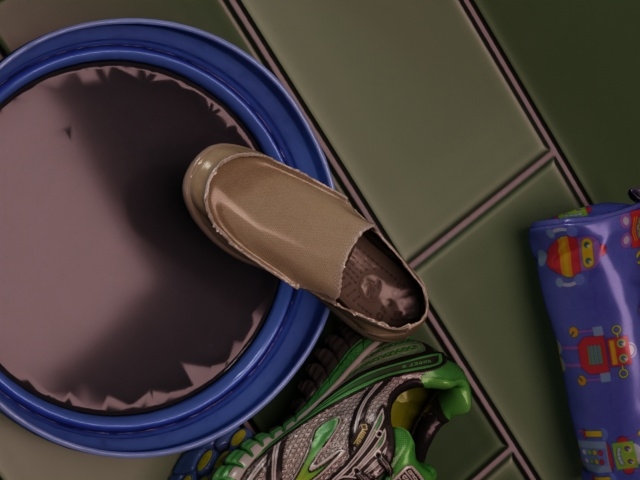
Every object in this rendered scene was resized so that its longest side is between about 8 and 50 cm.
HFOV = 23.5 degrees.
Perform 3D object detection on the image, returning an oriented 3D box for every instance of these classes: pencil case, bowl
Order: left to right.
[{"bbox_3d":[-0.172,-0.003,1.390,0.391,0.077,0.391,0,89,-25],"label":"bowl"},{"bbox_3d":[0.300,0.106,1.583,0.119,0.133,0.306,-11,94,21],"label":"pencil case"}]

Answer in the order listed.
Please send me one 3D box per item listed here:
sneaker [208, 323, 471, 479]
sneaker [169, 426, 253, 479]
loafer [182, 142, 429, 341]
[{"bbox_3d":[0.010,0.215,1.389,0.343,0.146,0.134,-54,133,-26],"label":"sneaker"},{"bbox_3d":[-0.105,0.263,1.430,0.078,0.067,0.188,30,74,-43],"label":"sneaker"},{"bbox_3d":[0.000,0.000,1.376,0.268,0.092,0.102,33,76,-21],"label":"loafer"}]
